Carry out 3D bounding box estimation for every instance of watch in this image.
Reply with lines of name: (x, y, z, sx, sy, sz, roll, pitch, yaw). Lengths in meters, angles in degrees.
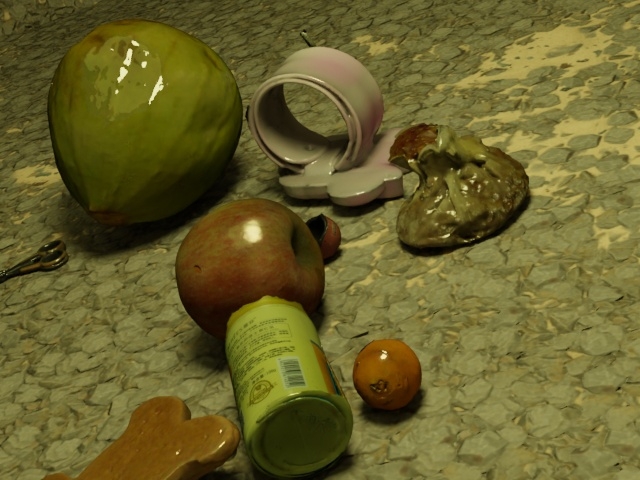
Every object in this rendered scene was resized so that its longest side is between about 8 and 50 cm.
watch: (0.014, -0.179, 1.775, 0.248, 0.217, 0.211, -1, 33, 30)

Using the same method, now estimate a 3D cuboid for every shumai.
shumai: (0.184, -0.090, 1.600, 0.209, 0.153, 0.161, -29, 23, -11)

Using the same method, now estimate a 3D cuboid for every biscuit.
biscuit: (-0.249, 0.303, 1.256, 0.340, 0.047, 0.216, -42, 28, -25)

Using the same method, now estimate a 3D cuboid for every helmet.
helmet: (0.000, 0.001, 1.646, 0.084, 0.049, 0.065, -27, 50, 45)

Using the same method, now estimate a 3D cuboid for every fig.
fig: (-0.295, -0.181, 1.882, 0.343, 0.343, 0.343, -14, 29, 8)

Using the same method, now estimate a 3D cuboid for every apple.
apple: (-0.094, 0.041, 1.489, 0.174, 0.188, 0.188, -18, 27, 21)

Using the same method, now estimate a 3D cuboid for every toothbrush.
toothbrush: (0.031, -0.267, 1.887, 0.026, 0.294, 0.028, 35, 82, 33)

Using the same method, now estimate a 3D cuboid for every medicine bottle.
medicine bottle: (-0.043, 0.162, 1.317, 0.124, 0.124, 0.239, -20, 29, -1)

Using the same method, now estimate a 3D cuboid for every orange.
orange: (0.077, 0.153, 1.303, 0.083, 0.083, 0.083, -14, 29, 8)

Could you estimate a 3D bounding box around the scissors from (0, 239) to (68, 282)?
scissors: (-0.526, 0.057, 1.897, 0.220, 0.017, 0.088, -24, 29, -7)
